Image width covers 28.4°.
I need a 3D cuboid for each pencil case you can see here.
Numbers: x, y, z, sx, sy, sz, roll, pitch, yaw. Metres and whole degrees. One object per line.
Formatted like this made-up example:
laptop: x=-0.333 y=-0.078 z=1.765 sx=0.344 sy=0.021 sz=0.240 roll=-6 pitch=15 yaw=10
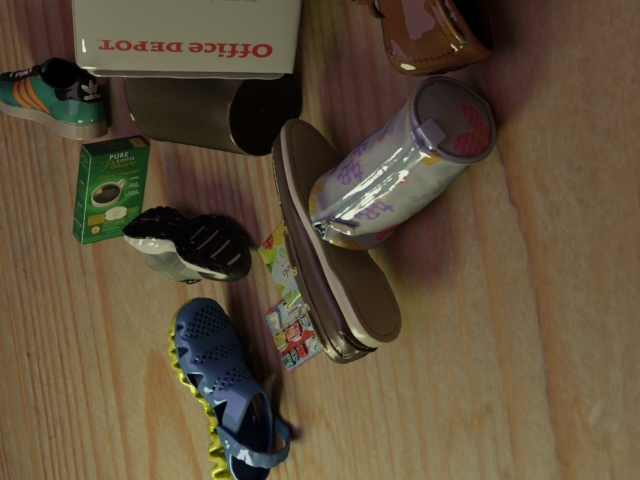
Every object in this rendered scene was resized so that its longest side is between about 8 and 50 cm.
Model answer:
pencil case: x=0.090 y=-0.086 z=1.495 sx=0.273 sy=0.124 sz=0.113 roll=-40 pitch=71 yaw=52

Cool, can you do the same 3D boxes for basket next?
basket: x=-0.147 y=-0.205 z=1.758 sx=0.227 sy=0.154 sz=0.204 roll=26 pitch=124 yaw=43

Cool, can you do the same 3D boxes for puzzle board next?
puzzle board: x=-0.037 y=0.131 z=1.851 sx=0.128 sy=0.011 sz=0.096 roll=-39 pitch=71 yaw=52

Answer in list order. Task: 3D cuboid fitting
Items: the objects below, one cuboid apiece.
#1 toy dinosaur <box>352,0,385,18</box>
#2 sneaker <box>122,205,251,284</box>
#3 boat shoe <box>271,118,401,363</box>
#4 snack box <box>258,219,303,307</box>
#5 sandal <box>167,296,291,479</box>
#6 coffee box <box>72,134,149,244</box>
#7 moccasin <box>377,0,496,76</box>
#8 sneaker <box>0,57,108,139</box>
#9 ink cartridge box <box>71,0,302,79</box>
toy dinosaur: x=0.177 y=-0.299 z=1.228 sx=0.127 sy=0.295 sz=0.200 roll=-93 pitch=14 yaw=-58
sneaker: x=-0.194 y=0.021 z=1.969 sx=0.271 sy=0.100 sz=0.108 roll=16 pitch=140 yaw=47
boat shoe: x=0.000 y=0.000 z=1.636 sx=0.097 sy=0.116 sz=0.324 roll=-35 pitch=70 yaw=40
snack box: x=-0.023 y=0.015 z=1.759 sx=0.100 sy=0.037 sz=0.141 roll=60 pitch=139 yaw=17
sandal: x=-0.128 y=0.233 z=1.933 sx=0.138 sy=0.126 sz=0.317 roll=-16 pitch=98 yaw=52
coffee box: x=-0.351 y=-0.085 z=2.114 sx=0.040 sy=0.113 sz=0.184 roll=46 pitch=138 yaw=38
moccasin: x=0.104 y=-0.370 z=1.358 sx=0.147 sy=0.139 sz=0.380 roll=-11 pitch=90 yaw=41
sneaker: x=-0.476 y=-0.272 z=2.227 sx=0.302 sy=0.108 sz=0.121 roll=22 pitch=120 yaw=39
ink cartridge box: x=-0.157 y=-0.389 z=1.502 sx=0.385 sy=0.279 sz=0.160 roll=100 pitch=168 yaw=-48
